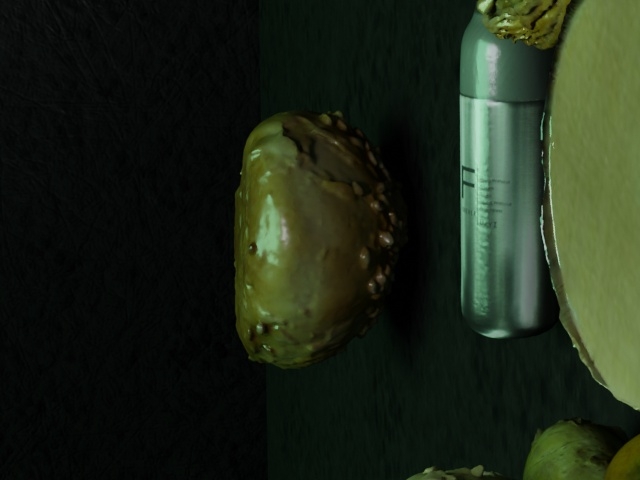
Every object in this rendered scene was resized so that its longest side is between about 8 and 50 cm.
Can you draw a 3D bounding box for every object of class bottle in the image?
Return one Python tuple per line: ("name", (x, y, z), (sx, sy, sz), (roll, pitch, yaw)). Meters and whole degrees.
("bottle", (0.149, -0.053, 1.160), (0.096, 0.079, 0.254), (12, 110, 40))

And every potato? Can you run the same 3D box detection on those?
("potato", (0.183, 0.194, 0.971), (0.117, 0.090, 0.225), (60, -172, -24))

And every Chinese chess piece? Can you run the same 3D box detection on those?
("Chinese chess piece", (0.197, -0.028, 0.802), (0.250, 0.103, 0.250), (176, 90, -79))

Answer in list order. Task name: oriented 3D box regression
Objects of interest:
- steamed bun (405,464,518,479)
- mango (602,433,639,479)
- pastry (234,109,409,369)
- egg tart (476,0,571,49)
("steamed bun", (0.127, 0.280, 1.112), (0.273, 0.166, 0.232), (37, -124, -73))
("mango", (0.210, 0.150, 0.810), (0.111, 0.089, 0.163), (53, 163, -18))
("pastry", (0.000, 0.000, 1.723), (0.316, 0.184, 0.284), (108, 163, -67))
("egg tart", (0.155, -0.228, 1.007), (0.212, 0.090, 0.213), (176, 90, -78))
